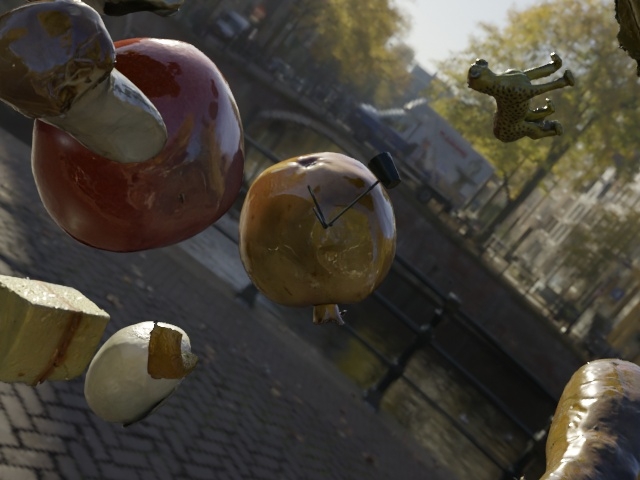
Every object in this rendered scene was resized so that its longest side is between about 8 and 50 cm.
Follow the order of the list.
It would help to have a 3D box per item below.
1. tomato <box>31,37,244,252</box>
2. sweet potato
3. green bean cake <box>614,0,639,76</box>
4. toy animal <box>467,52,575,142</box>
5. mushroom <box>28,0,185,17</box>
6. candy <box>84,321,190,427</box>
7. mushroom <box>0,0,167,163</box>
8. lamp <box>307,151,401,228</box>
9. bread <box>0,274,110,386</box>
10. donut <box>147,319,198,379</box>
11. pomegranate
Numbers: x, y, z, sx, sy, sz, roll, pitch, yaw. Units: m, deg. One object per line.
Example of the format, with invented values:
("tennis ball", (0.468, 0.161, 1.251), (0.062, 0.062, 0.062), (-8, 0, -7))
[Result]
("tomato", (-0.256, -0.127, 1.347), (0.273, 0.341, 0.341), (29, 1, 40))
("sweet potato", (0.308, 0.235, 1.000), (0.130, 0.130, 0.423), (41, 30, 14))
("green bean cake", (0.620, -0.365, 1.520), (0.310, 0.285, 0.202), (98, -29, -77))
("toy animal", (0.279, -0.191, 1.272), (0.181, 0.136, 0.073), (76, 1, -60))
("mushroom", (-0.317, -0.355, 1.219), (0.351, 0.097, 0.109), (11, -22, 35))
("candy", (-0.424, 0.291, 2.037), (0.185, 0.295, 0.295), (50, 6, -16))
("mushroom", (-0.163, -0.103, 0.633), (0.071, 0.084, 0.209), (50, -1, 12))
("lamp", (0.046, -0.061, 1.095), (0.054, 0.121, 0.041), (59, -12, 21))
("bread", (-0.556, 0.182, 1.742), (0.135, 0.178, 0.240), (29, 5, 30))
("donut", (-0.166, 0.125, 1.005), (0.038, 0.083, 0.067), (14, 23, 19))
("pomegranate", (0.000, 0.000, 1.626), (0.319, 0.319, 0.319), (38, 10, -7))
